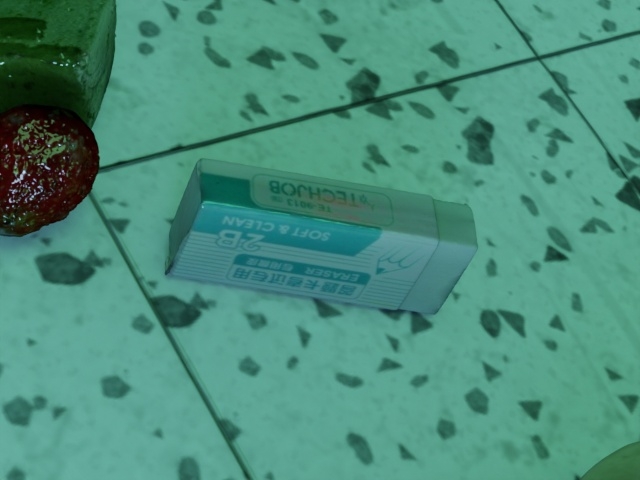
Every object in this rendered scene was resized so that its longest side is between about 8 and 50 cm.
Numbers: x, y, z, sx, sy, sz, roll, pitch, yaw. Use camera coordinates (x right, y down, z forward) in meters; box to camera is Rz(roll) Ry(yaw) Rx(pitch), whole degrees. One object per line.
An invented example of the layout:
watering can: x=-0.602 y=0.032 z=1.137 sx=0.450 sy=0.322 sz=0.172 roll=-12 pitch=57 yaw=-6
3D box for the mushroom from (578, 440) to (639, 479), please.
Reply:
mushroom: x=0.272 y=0.240 z=0.997 sx=0.246 sy=0.202 sz=0.246 roll=11 pitch=42 yaw=-10

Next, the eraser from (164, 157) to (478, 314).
eraser: x=0.000 y=0.000 z=1.122 sx=0.225 sy=0.095 sz=0.052 roll=9 pitch=49 yaw=-17

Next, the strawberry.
strawberry: x=-0.214 y=-0.050 z=1.072 sx=0.106 sy=0.106 sz=0.106 roll=12 pitch=52 yaw=-15

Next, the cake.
cake: x=-0.276 y=-0.166 z=1.125 sx=0.235 sy=0.099 sz=0.100 roll=17 pitch=49 yaw=-10
